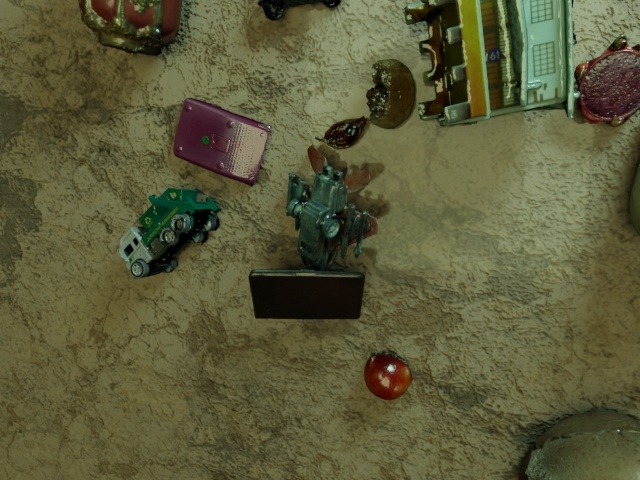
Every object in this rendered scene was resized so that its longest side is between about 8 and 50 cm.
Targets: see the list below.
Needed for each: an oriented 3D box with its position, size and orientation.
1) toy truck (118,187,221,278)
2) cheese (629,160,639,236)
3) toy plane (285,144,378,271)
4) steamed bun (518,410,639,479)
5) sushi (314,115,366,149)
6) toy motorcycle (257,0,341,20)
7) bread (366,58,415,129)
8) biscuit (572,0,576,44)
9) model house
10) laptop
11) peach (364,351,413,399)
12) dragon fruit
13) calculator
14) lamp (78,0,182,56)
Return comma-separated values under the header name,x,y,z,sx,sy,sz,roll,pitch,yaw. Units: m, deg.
name,x,y,z,sx,sy,sz,roll,pitch,yaw
toy truck,-0.312,-0.023,0.945,0.216,0.110,0.116,-41,78,20
cheese,0.569,-0.108,0.684,0.174,0.251,0.247,3,140,1
toy plane,-0.005,0.001,0.869,0.223,0.105,0.326,32,114,33
steamed bun,0.453,0.436,0.796,0.199,0.252,0.301,30,105,17
sushi,0.042,-0.192,0.842,0.099,0.047,0.050,-28,98,20
toy motorcycle,-0.029,-0.442,0.797,0.173,0.058,0.100,-9,94,15
bread,0.119,-0.246,0.796,0.060,0.082,0.112,20,109,52
biscuit,0.368,-0.340,0.734,0.089,0.027,0.087,31,110,7
model house,0.252,-0.278,0.681,0.216,0.198,0.224,-11,107,6
laptop,-0.025,0.102,0.878,0.208,0.026,0.153,0,138,0
peach,0.130,0.272,0.921,0.098,0.061,0.098,6,111,16
dragon fruit,0.447,-0.242,0.721,0.112,0.068,0.126,-34,107,35
calculator,-0.198,-0.192,0.911,0.191,0.034,0.126,21,109,9
lamp,-0.324,-0.469,0.810,0.177,0.177,0.273,15,108,10
